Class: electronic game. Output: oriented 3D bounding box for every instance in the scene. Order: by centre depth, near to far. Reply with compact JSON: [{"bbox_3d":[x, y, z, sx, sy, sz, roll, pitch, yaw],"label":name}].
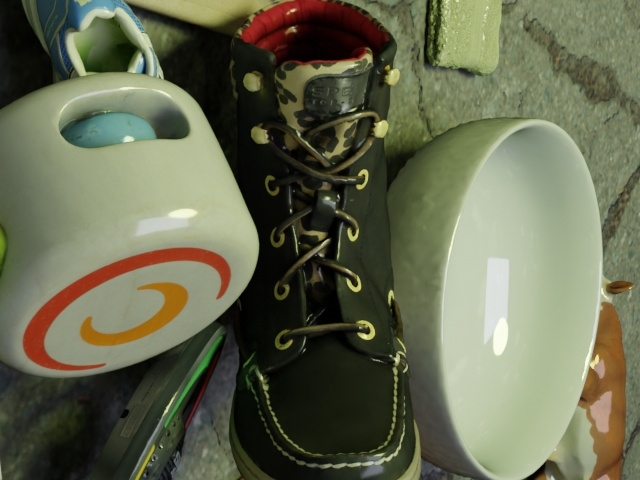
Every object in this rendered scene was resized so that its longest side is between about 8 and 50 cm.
[{"bbox_3d":[-0.128,0.161,1.190,0.229,0.048,0.229,-63,177,-7],"label":"electronic game"}]

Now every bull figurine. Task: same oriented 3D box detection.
[{"bbox_3d":[0.267,0.179,1.760,0.188,0.101,0.310,-22,112,-45],"label":"bull figurine"}]

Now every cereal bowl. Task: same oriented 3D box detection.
[{"bbox_3d":[0.133,0.049,1.512,0.339,0.141,0.339,-17,110,-56],"label":"cereal bowl"}]

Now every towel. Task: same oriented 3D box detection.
[{"bbox_3d":[0.143,-0.236,1.576,0.110,0.027,0.148,2,95,-52],"label":"towel"}]

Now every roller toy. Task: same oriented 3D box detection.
[{"bbox_3d":[-0.148,-0.013,1.087,0.146,0.191,0.209,64,8,25],"label":"roller toy"}]

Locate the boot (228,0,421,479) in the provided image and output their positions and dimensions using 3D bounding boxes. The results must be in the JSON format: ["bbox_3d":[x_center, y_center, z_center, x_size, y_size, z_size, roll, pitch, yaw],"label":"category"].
[{"bbox_3d":[0.000,0.000,1.193,0.377,0.138,0.284,-92,-179,-66],"label":"boot"}]

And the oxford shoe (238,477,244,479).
[{"bbox_3d":[-0.042,0.298,1.358,0.397,0.140,0.146,-25,132,-54],"label":"oxford shoe"}]

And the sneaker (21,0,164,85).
[{"bbox_3d":[-0.149,-0.108,1.142,0.080,0.081,0.211,-32,136,-7],"label":"sneaker"}]

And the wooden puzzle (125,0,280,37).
[{"bbox_3d":[-0.073,-0.326,1.232,0.348,0.080,0.322,8,90,-53],"label":"wooden puzzle"}]

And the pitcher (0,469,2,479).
[{"bbox_3d":[-0.262,0.216,1.008,0.177,0.125,0.207,75,28,-52],"label":"pitcher"}]
